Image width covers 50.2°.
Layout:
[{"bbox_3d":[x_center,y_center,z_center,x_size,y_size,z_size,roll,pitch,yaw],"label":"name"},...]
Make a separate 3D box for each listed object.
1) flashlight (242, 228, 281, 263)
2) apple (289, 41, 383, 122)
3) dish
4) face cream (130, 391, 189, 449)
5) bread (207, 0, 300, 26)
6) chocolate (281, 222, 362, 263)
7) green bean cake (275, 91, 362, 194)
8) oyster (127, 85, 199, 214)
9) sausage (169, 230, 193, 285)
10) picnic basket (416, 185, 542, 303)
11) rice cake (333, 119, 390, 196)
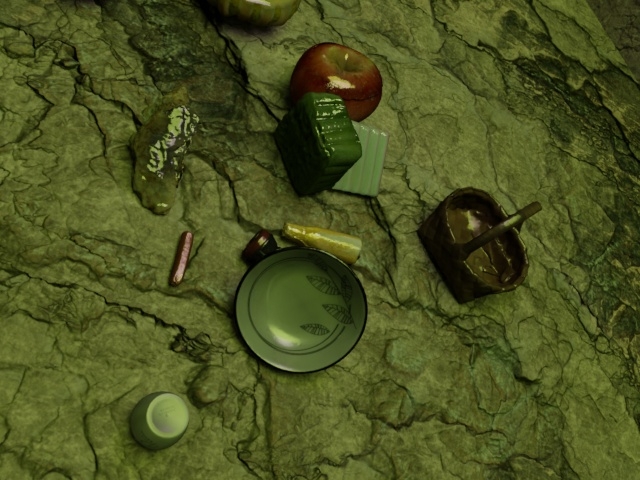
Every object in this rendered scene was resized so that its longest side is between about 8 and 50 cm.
[{"bbox_3d":[-0.088,0.076,1.718,0.232,0.093,0.093,43,53,-11],"label":"flashlight"},{"bbox_3d":[0.041,-0.442,1.969,0.271,0.206,0.251,-29,72,-39],"label":"apple"},{"bbox_3d":[-0.048,0.155,1.641,0.316,0.106,0.317,-1,100,-3],"label":"dish"},{"bbox_3d":[-0.330,0.371,1.414,0.117,0.104,0.117,12,63,-25],"label":"face cream"},{"bbox_3d":[-0.218,-0.750,1.985,0.332,0.160,0.333,13,61,-24],"label":"bread"},{"bbox_3d":[0.000,0.000,1.815,0.219,0.085,0.086,18,59,-18],"label":"chocolate"},{"bbox_3d":[-0.009,-0.261,1.819,0.124,0.248,0.222,-12,75,-33],"label":"green bean cake"},{"bbox_3d":[-0.378,-0.241,1.675,0.166,0.110,0.341,27,69,-11],"label":"oyster"},{"bbox_3d":[-0.328,0.041,1.620,0.035,0.030,0.147,24,57,-23],"label":"sausage"},{"bbox_3d":[0.495,-0.018,1.965,0.293,0.337,0.337,-25,82,-37],"label":"picnic basket"},{"bbox_3d":[0.109,-0.232,1.942,0.189,0.037,0.198,11,99,-28],"label":"rice cake"}]
